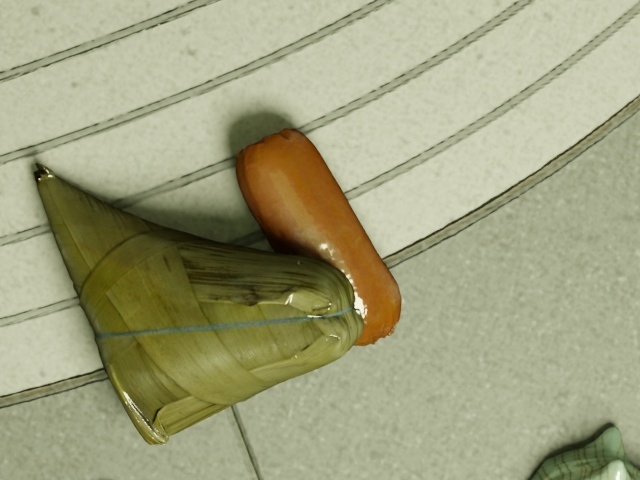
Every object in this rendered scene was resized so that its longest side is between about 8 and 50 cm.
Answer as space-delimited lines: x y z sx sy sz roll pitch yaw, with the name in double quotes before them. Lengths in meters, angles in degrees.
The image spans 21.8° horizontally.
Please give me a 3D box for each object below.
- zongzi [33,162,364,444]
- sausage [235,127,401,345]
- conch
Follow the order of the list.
"zongzi" -0.103 0.014 1.339 0.228 0.115 0.256 -26 86 27
"sausage" 0.000 0.000 1.375 0.076 0.076 0.197 -31 96 1
"conch" 0.246 0.225 1.385 0.234 0.114 0.137 20 81 3
